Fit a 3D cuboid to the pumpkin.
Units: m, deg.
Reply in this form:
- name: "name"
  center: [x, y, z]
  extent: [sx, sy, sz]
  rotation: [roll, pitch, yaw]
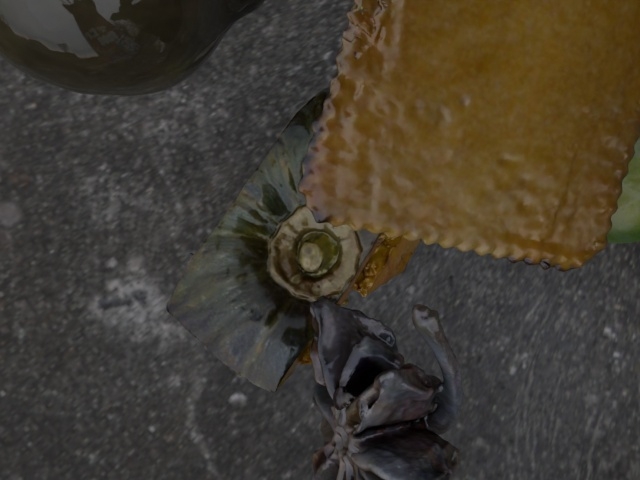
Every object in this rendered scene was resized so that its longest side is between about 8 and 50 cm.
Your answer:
- name: "pumpkin"
  center: [-0.001, -0.001, 1.000]
  extent: [0.139, 0.190, 0.280]
  rotation: [35, 80, 12]

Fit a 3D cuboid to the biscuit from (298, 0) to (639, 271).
- name: "biscuit"
  center: [0.113, -0.103, 0.676]
  extent: [0.237, 0.013, 0.232]
  rotation: [10, 101, -30]

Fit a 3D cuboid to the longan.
- name: "longan"
  center: [-0.195, -0.318, 1.100]
  extent: [0.361, 0.361, 0.361]
  rotation: [6, 110, 18]

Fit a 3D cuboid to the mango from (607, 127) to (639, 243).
- name: "mango"
  center: [0.239, -0.070, 1.013]
  extent: [0.191, 0.085, 0.122]
  rotation: [34, 131, 38]

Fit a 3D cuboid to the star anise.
- name: "star anise"
  center: [0.048, 0.131, 0.810]
  extent: [0.231, 0.089, 0.209]
  rotation: [-33, 70, 59]
